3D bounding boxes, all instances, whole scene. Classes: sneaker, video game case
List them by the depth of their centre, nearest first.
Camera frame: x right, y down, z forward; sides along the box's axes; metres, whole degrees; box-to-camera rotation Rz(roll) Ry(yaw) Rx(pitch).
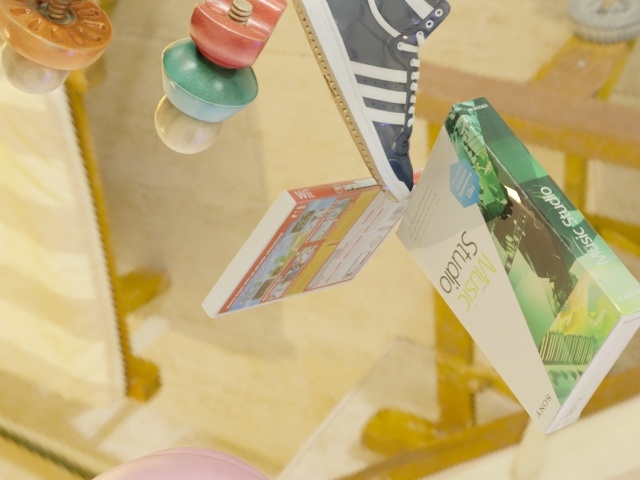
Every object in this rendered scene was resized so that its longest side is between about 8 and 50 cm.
[{"bbox_3d":[0.086,-0.185,1.547,0.282,0.153,0.099,65,178,-25],"label":"sneaker"},{"bbox_3d":[0.000,0.000,1.744,0.025,0.285,0.204,51,124,20],"label":"video game case"}]

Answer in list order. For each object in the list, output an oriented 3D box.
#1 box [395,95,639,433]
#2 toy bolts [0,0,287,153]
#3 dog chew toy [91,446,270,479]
[{"bbox_3d":[0.220,0.029,1.587,0.322,0.058,0.232,54,146,27],"label":"box"},{"bbox_3d":[-0.149,-0.186,1.216,0.228,0.218,0.158,31,125,1],"label":"toy bolts"},{"bbox_3d":[-0.099,0.243,1.017,0.206,0.206,0.332,46,180,-3],"label":"dog chew toy"}]
